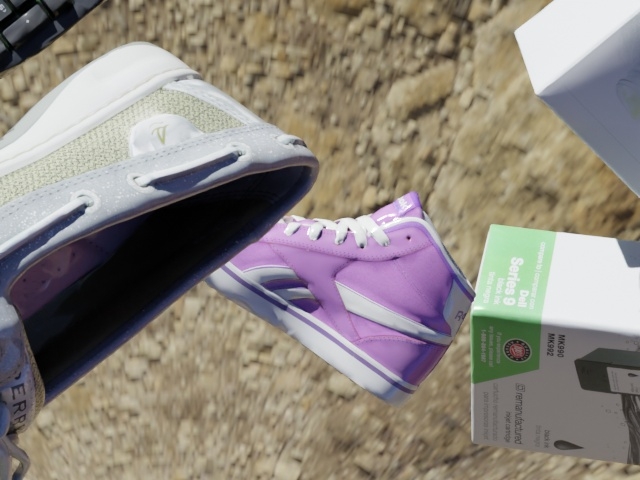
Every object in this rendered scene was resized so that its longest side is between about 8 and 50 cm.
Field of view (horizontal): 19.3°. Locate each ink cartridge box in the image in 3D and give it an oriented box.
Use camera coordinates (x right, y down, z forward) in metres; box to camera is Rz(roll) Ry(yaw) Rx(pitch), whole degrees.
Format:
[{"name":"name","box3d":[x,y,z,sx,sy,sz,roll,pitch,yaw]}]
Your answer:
[{"name":"ink cartridge box","box3d":[0.296,0.109,1.823,0.289,0.211,0.121,6,47,12]}]

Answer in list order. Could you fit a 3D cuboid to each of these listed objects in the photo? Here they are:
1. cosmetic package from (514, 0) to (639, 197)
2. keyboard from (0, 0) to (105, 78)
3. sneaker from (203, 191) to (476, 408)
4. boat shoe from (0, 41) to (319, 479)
[{"name":"cosmetic package","box3d":[0.340,-0.162,1.733,0.225,0.138,0.224,-39,117,20]},{"name":"keyboard","box3d":[-0.199,-0.243,0.927,0.201,0.033,0.317,-38,88,0]},{"name":"sneaker","box3d":[0.000,0.000,1.583,0.282,0.102,0.161,33,102,-11]},{"name":"boat shoe","box3d":[-0.120,0.027,0.795,0.103,0.118,0.320,26,42,18]}]
